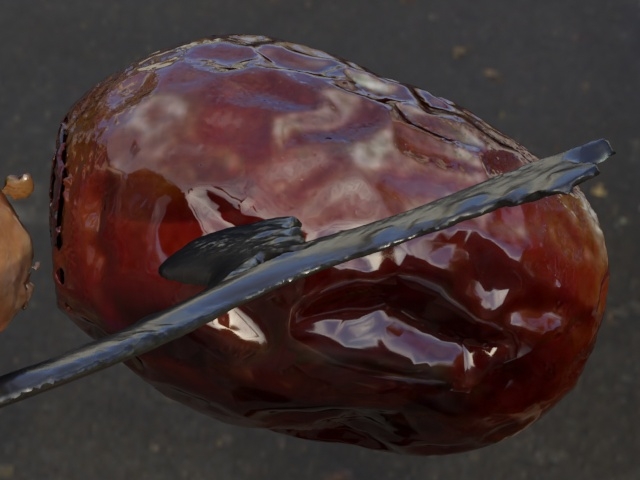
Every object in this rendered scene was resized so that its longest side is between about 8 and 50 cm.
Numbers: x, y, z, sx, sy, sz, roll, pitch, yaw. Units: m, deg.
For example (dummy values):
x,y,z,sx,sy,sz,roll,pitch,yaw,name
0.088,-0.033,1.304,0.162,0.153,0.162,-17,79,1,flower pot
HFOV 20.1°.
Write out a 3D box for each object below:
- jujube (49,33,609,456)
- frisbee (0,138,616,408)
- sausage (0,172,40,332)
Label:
x,y,z,sx,sy,sz,roll,pitch,yaw,name
0.000,0.000,0.788,0.243,0.183,0.183,11,29,-16,jujube
-0.001,0.001,0.545,0.187,0.012,0.211,-19,7,17,frisbee
-0.174,-0.051,0.453,0.079,0.326,0.087,-27,60,11,sausage
